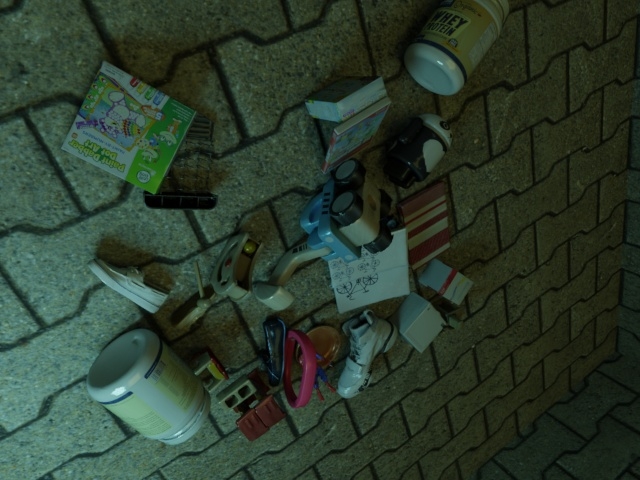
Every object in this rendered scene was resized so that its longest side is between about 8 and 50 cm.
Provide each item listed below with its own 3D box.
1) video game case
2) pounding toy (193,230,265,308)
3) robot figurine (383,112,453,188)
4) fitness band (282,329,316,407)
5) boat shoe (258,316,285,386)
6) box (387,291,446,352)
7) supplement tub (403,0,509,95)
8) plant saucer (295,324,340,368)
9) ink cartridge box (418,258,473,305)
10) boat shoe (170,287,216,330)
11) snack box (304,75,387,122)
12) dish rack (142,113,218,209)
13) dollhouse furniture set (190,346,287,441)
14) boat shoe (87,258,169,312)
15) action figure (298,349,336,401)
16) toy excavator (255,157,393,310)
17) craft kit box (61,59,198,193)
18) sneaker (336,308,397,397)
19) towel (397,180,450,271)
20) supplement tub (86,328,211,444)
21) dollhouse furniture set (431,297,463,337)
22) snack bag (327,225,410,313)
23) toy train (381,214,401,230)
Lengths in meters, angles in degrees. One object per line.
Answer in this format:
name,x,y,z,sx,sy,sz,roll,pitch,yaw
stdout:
video game case,0.106,-0.326,1.439,0.204,0.285,0.025,-34,82,-15
pounding toy,-0.289,0.090,1.387,0.155,0.154,0.269,34,72,-36
robot figurine,0.351,-0.321,1.620,0.173,0.209,0.278,39,87,0
fitness band,-0.088,0.467,1.653,0.054,0.209,0.290,-2,110,-32
boat shoe,-0.186,0.407,1.653,0.089,0.109,0.258,0,93,-23
box,0.421,0.356,1.968,0.182,0.119,0.181,-48,125,-6
supplement tub,0.454,-0.676,1.508,0.228,0.228,0.316,37,88,-36
plant saucer,-0.014,0.420,1.784,0.200,0.037,0.200,-11,115,-26
ink cartridge box,0.548,0.180,1.968,0.176,0.128,0.127,29,93,-35
boat shoe,-0.403,0.223,1.464,0.170,0.063,0.059,-40,139,-13
snack box,0.073,-0.438,1.388,0.174,0.207,0.070,-34,120,-15
dish rack,-0.393,-0.226,1.277,0.208,0.074,0.271,-1,109,-31
dollhouse furniture set,-0.290,0.483,1.554,0.152,0.201,0.374,-35,117,-15
boat shoe,-0.552,0.115,1.316,0.084,0.095,0.258,-49,136,-10
action figure,0.000,0.520,1.731,0.091,0.139,0.280,-33,120,-17
toy excavator,0.000,0.000,1.526,0.222,0.445,0.433,41,42,-35
craft kit box,-0.484,-0.284,1.160,0.250,0.061,0.246,27,97,-13
sneaker,0.148,0.450,1.833,0.366,0.137,0.210,-53,127,-8
towel,0.434,-0.056,1.865,0.237,0.037,0.329,-29,123,-21
supplement tub,-0.509,0.451,1.378,0.235,0.235,0.325,-39,124,-12
dollhouse furniture set,0.594,0.376,2.040,0.101,0.182,0.161,-20,118,-23
snack bag,0.190,0.126,1.722,0.323,0.037,0.342,-15,125,-8
toy train,0.232,-0.018,1.732,0.184,0.080,0.105,-43,129,-5
